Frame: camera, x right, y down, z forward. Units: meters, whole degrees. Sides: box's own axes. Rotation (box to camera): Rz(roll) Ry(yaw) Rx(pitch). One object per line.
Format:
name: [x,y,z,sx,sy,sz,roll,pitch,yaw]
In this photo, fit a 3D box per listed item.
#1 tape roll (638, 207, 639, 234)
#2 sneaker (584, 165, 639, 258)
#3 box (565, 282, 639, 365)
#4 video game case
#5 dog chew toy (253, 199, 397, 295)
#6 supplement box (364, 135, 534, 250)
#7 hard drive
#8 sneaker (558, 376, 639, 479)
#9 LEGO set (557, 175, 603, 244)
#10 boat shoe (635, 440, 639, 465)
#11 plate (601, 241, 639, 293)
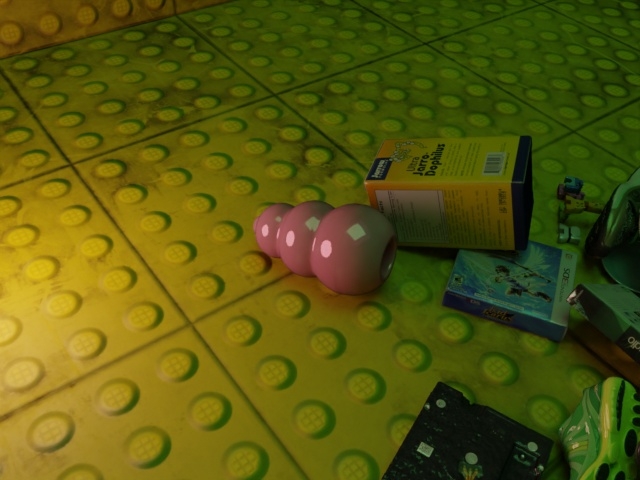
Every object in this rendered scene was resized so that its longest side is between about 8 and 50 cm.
tape roll: [0.910,0.029,1.461,0.392,0.072,0.391,11,57,-17]
sneaker: [0.803,-0.056,1.567,0.182,0.158,0.410,34,48,26]
box: [0.683,0.208,1.297,0.232,0.058,0.322,5,33,-44]
video game case: [0.442,0.087,1.473,0.270,0.061,0.244,17,45,13]
dog chew toy: [0.000,0.000,1.440,0.332,0.206,0.206,15,45,22]
supplement box: [0.311,-0.115,1.512,0.357,0.194,0.195,2,41,22]
hard drive: [0.236,0.431,1.102,0.237,0.064,0.339,25,47,20]
sneaker: [0.493,0.389,1.144,0.109,0.123,0.295,34,64,-8]
LEGO set: [0.675,-0.088,1.653,0.093,0.087,0.227,13,46,9]
boat shoe: [0.613,0.374,1.126,0.233,0.083,0.079,8,-6,-38]
plate: [0.773,0.070,1.541,0.188,0.024,0.188,2,43,-2]
